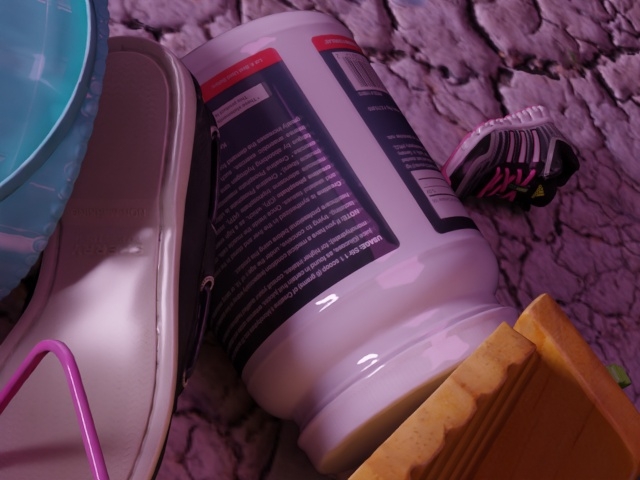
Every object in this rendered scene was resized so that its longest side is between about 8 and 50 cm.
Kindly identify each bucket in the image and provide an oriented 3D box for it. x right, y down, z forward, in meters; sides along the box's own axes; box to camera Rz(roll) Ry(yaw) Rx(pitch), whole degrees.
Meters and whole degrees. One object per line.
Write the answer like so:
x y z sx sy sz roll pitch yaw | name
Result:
-0.259 -0.094 1.086 0.183 0.281 0.281 16 49 -31 | bucket

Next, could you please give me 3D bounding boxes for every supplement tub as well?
0.000 0.000 1.243 0.191 0.191 0.272 -17 68 -42 | supplement tub

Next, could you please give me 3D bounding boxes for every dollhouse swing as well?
0.119 0.286 1.055 0.305 0.315 0.347 37 41 14 | dollhouse swing

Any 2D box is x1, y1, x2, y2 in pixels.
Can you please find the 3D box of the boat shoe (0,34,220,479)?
-0.126 0.052 1.123 0.113 0.127 0.340 28 66 -69 | boat shoe

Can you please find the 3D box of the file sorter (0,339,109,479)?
-0.268 0.162 0.923 0.291 0.202 0.182 2 54 -35 | file sorter

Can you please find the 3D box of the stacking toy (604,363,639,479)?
0.194 0.176 1.346 0.221 0.052 0.167 -9 63 -40 | stacking toy

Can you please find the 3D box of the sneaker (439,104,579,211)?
0.156 -0.057 1.491 0.075 0.063 0.170 47 38 14 | sneaker
